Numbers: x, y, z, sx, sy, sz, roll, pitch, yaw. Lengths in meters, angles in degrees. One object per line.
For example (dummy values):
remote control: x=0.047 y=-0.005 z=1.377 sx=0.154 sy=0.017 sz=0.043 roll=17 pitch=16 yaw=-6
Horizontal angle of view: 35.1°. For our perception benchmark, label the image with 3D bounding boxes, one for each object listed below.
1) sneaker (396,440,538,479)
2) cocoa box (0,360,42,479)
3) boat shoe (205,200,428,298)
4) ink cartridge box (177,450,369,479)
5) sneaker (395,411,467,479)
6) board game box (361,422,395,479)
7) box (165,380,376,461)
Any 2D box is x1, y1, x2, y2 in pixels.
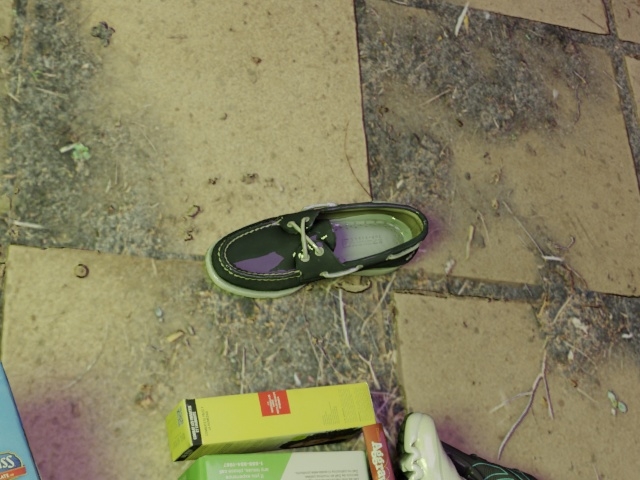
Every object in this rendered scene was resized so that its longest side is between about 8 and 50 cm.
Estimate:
sneaker: x=0.213 y=0.327 z=1.268 sx=0.267 sy=0.101 sz=0.106 roll=36 pitch=26 yaw=3
cocoa box: x=-0.435 y=0.275 z=0.875 sx=0.347 sy=0.231 sz=0.228 roll=-11 pitch=69 yaw=-37
boat shoe: x=0.000 y=0.000 z=1.317 sx=0.303 sy=0.091 sz=0.114 roll=-12 pitch=71 yaw=-29
ink cartridge box: x=-0.041 y=0.377 z=1.097 sx=0.198 sy=0.115 sz=0.272 roll=4 pitch=64 yaw=-22
sneaker: x=0.165 y=0.336 z=1.180 sx=0.118 sy=0.110 sz=0.292 roll=-16 pitch=88 yaw=-2
board game box: x=0.091 y=0.360 z=1.152 sx=0.027 sy=0.145 sz=0.281 roll=-12 pitch=69 yaw=0
box: x=-0.057 y=0.213 z=1.190 sx=0.232 sy=0.087 sz=0.058 roll=-1 pitch=66 yaw=-24
